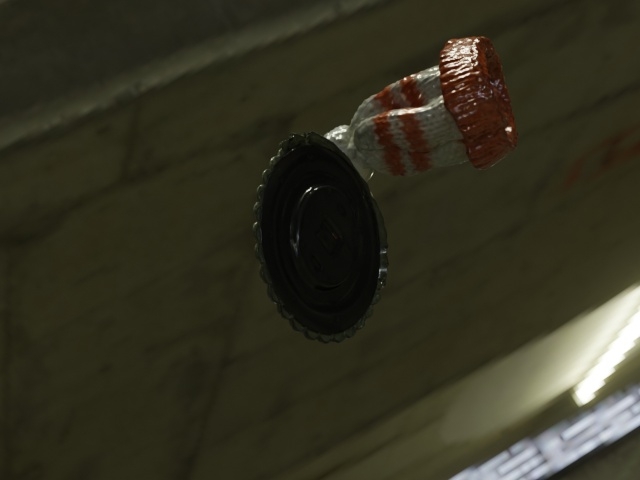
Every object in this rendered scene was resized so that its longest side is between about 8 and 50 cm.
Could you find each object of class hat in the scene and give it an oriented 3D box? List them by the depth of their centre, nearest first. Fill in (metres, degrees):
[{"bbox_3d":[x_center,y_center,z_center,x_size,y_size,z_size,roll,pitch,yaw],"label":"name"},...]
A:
[{"bbox_3d":[0.063,-0.084,1.254,0.162,0.094,0.112,-16,24,17],"label":"hat"}]

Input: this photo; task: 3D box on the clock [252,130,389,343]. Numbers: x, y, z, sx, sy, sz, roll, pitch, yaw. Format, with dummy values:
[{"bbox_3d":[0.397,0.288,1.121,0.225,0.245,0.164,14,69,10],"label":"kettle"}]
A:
[{"bbox_3d":[0.000,0.000,0.624,0.010,0.074,0.083,-16,33,35],"label":"clock"}]
